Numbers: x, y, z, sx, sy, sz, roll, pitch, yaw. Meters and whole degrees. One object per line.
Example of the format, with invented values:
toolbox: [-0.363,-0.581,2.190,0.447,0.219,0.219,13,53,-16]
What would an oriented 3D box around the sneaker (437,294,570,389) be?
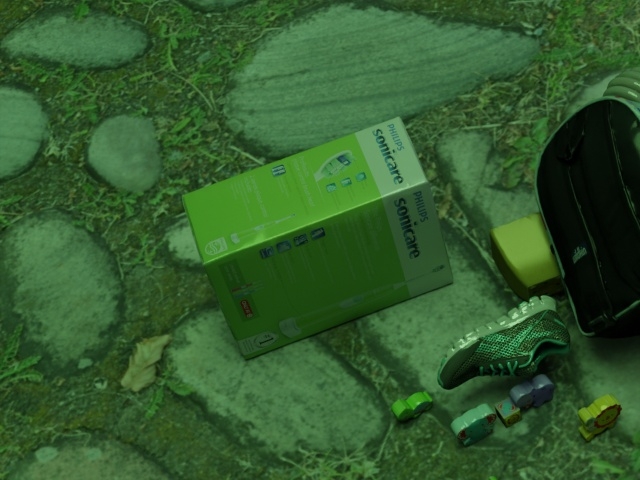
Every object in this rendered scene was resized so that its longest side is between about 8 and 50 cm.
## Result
sneaker: [0.212,0.130,1.874,0.166,0.065,0.076,-31,58,-4]

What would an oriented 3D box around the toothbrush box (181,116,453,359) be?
toothbrush box: [0.000,0.000,1.999,0.283,0.206,0.122,-20,50,0]

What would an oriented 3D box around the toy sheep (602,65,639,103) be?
toy sheep: [0.401,-0.176,2.107,0.091,0.091,0.132,24,68,29]

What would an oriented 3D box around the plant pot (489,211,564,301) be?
plant pot: [0.260,0.026,1.996,0.081,0.081,0.083,-20,62,-1]

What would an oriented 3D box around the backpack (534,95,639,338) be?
backpack: [0.367,-0.038,1.889,0.191,0.225,0.253,-6,65,-35]

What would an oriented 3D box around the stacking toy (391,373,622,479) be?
stacking toy: [0.210,0.195,1.893,0.221,0.052,0.167,-30,52,-8]
